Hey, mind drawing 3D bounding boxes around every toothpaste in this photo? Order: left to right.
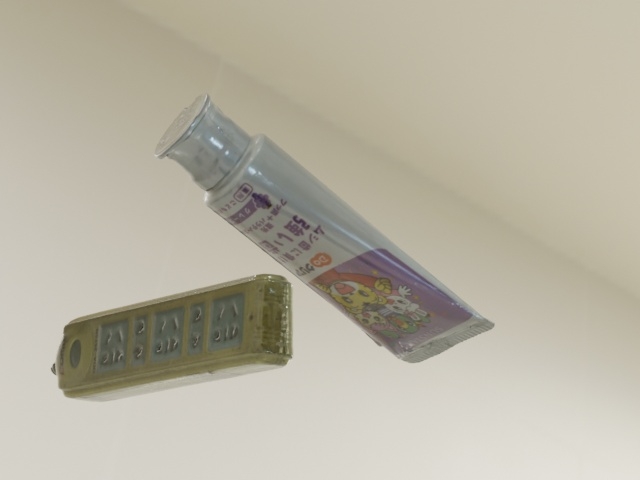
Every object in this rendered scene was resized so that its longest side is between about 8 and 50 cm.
[{"bbox_3d":[0.000,0.000,1.417,0.299,0.073,0.114,40,-41,-16],"label":"toothpaste"}]

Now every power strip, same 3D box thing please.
[{"bbox_3d":[-0.166,0.106,1.796,0.066,0.092,0.387,14,-20,-39],"label":"power strip"}]
